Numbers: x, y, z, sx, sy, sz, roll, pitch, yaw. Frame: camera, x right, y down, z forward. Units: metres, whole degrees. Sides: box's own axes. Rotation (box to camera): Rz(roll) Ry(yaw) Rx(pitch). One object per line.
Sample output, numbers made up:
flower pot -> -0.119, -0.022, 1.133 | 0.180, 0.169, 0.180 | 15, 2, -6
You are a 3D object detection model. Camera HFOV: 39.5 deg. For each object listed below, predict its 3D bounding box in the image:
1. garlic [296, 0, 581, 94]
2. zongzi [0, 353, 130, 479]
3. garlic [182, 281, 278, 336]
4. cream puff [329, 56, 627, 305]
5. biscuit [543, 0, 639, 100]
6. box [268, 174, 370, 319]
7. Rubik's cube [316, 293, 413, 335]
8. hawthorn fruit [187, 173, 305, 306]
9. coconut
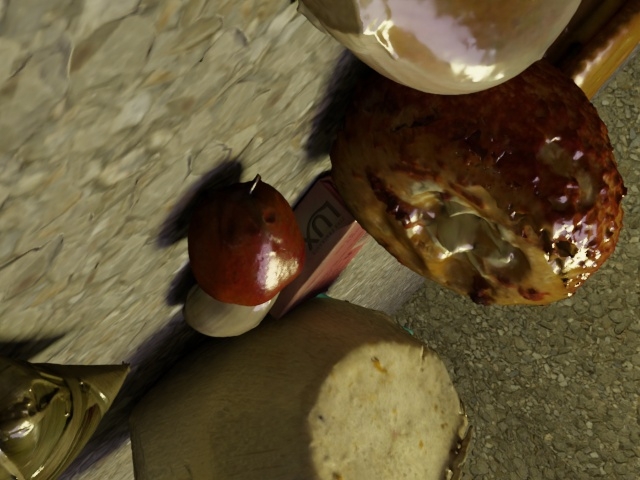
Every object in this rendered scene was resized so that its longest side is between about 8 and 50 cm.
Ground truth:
garlic -> 0.104, -0.181, 0.481 | 0.266, 0.128, 0.148 | -53, -175, -14
zongzi -> -0.151, 0.078, 0.493 | 0.178, 0.081, 0.189 | -35, 168, -42
garlic -> -0.069, 0.041, 0.728 | 0.152, 0.066, 0.084 | -51, 171, 23
cream puff -> 0.122, -0.054, 0.689 | 0.164, 0.240, 0.240 | -64, 179, -25
biscuit -> 0.240, -0.166, 0.838 | 0.220, 0.066, 0.220 | -45, 167, -13
box -> 0.000, 0.000, 0.867 | 0.156, 0.060, 0.111 | -52, 168, 27
Rubik's cube -> 0.014, 0.219, 1.319 | 0.224, 0.265, 0.213 | -54, -159, 41
hawthorn fruit -> -0.052, -0.005, 0.604 | 0.081, 0.081, 0.093 | -40, 140, -25
coconut -> -0.031, 0.241, 0.972 | 0.360, 0.346, 0.346 | -24, -172, 46
